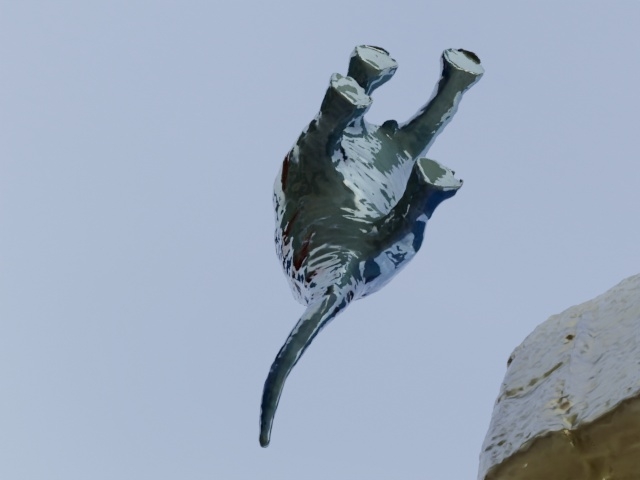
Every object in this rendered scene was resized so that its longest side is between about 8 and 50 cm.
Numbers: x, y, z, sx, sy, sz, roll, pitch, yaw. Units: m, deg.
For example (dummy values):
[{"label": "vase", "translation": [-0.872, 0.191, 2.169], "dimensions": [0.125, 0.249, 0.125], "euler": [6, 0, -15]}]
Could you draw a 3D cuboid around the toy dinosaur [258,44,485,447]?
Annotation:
[{"label": "toy dinosaur", "translation": [0.015, -0.028, 0.960], "dimensions": [0.076, 0.329, 0.144], "euler": [28, -71, -9]}]

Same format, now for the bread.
[{"label": "bread", "translation": [0.191, 0.146, 0.931], "dimensions": [0.111, 0.239, 0.246], "euler": [-35, -85, 16]}]
